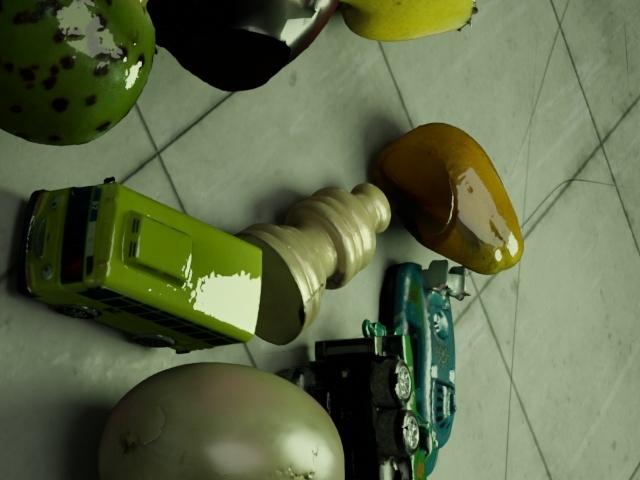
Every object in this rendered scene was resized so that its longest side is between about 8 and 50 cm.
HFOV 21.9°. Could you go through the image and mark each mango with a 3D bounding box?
[{"bbox_3d":[0.195,-0.056,2.304,0.236,0.136,0.166,60,22,17],"label":"mango"}]

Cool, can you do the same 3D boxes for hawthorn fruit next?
[{"bbox_3d":[-0.107,-0.320,1.879,0.316,0.316,0.316,11,76,-51],"label":"hawthorn fruit"}]

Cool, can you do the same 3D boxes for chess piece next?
[{"bbox_3d":[0.000,0.000,2.110,0.139,0.124,0.307,41,38,7],"label":"chess piece"}]

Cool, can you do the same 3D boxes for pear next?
[{"bbox_3d":[0.076,-0.370,2.214,0.178,0.267,0.267,-29,110,-25],"label":"pear"}]

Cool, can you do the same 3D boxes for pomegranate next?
[{"bbox_3d":[-0.263,-0.243,1.683,0.231,0.231,0.286,19,100,-50],"label":"pomegranate"}]

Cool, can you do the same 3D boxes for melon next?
[{"bbox_3d":[-0.104,0.247,1.830,0.317,0.223,0.223,20,69,-48],"label":"melon"}]

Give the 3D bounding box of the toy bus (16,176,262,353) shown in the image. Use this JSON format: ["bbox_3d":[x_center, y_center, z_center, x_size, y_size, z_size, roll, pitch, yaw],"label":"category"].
[{"bbox_3d":[-0.191,0.030,1.811,0.262,0.150,0.128,26,63,-47],"label":"toy bus"}]

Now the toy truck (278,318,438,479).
[{"bbox_3d":[0.065,0.280,2.097,0.178,0.176,0.363,13,73,-64],"label":"toy truck"}]

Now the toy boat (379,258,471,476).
[{"bbox_3d":[0.152,0.179,2.289,0.134,0.092,0.299,16,71,-54],"label":"toy boat"}]
